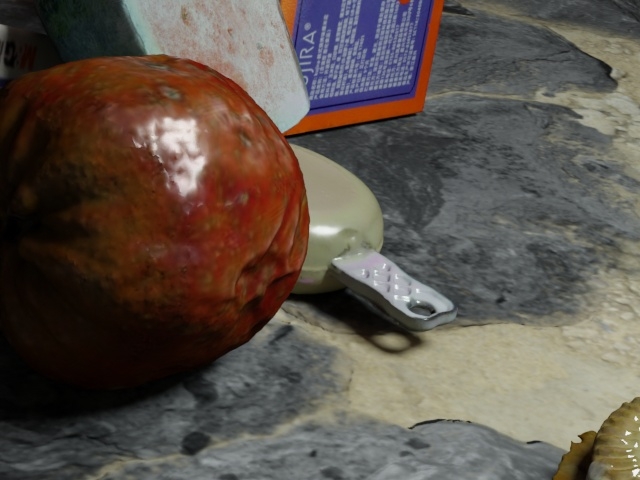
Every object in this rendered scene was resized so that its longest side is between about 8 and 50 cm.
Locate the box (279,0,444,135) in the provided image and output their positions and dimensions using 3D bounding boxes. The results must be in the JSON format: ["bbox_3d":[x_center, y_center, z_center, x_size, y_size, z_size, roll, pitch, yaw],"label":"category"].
[{"bbox_3d":[-0.051,-0.331,1.650,0.257,0.348,0.319,-15,36,-41],"label":"box"}]

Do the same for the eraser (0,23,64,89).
[{"bbox_3d":[-0.298,-0.127,1.306,0.081,0.124,0.279,14,5,15],"label":"eraser"}]

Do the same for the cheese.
[{"bbox_3d":[0.000,0.000,1.293,0.163,0.082,0.286,-14,35,-37],"label":"cheese"}]

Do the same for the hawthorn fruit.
[{"bbox_3d":[-0.133,-0.014,1.104,0.262,0.258,0.258,23,15,-35],"label":"hawthorn fruit"}]

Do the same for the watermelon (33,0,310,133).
[{"bbox_3d":[-0.137,-0.163,1.366,0.175,0.188,0.322,-13,2,32],"label":"watermelon"}]

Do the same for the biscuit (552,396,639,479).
[{"bbox_3d":[0.281,0.183,1.015,0.259,0.079,0.259,8,27,-4],"label":"biscuit"}]
